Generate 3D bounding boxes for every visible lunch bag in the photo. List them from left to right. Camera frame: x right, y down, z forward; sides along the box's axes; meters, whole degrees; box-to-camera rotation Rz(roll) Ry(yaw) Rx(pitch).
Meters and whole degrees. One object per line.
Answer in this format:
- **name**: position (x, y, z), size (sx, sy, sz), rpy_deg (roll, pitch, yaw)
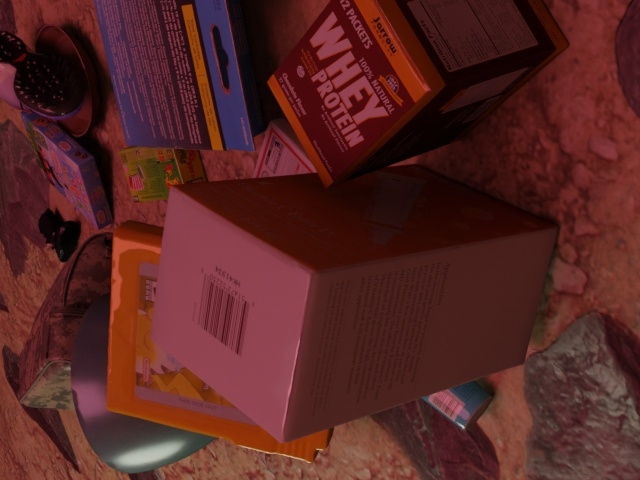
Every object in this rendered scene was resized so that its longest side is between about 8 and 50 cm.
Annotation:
- **lunch bag**: position (-0.409, 0.150, 1.769), size (0.305, 0.213, 0.255), rpy_deg (-42, 46, 54)

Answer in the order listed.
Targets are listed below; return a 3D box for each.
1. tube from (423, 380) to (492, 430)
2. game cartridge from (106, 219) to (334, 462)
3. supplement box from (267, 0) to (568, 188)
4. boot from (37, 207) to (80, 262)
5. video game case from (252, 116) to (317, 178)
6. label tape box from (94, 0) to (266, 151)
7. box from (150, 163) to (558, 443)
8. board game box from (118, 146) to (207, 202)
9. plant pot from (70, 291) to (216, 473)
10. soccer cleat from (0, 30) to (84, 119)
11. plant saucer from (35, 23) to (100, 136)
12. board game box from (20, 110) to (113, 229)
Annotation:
- **tube**: position (0.112, 0.144, 1.195), size (0.207, 0.052, 0.080), rpy_deg (39, 93, 21)
- **game cartridge**: position (-0.128, 0.139, 1.319), size (0.324, 0.052, 0.285), rpy_deg (12, 112, 13)
- **supplement box**: position (0.090, -0.171, 0.958), size (0.129, 0.194, 0.191), rpy_deg (61, 144, 9)
- **boot**: position (-0.526, -0.024, 1.974), size (0.099, 0.045, 0.121), rpy_deg (53, 143, 25)
- **video game case**: position (0.000, 0.000, 1.314), size (0.285, 0.025, 0.204), rpy_deg (49, 140, 25)
- **label tape box**: position (-0.166, -0.249, 1.325), size (0.334, 0.106, 0.240), rpy_deg (10, 115, 50)
- **box**: position (0.038, 0.042, 0.990), size (0.215, 0.345, 0.168), rpy_deg (29, 117, 41)
- **board game box**: position (-0.251, -0.113, 1.565), size (0.181, 0.043, 0.092), rpy_deg (-2, 107, 53)
- **plant pot**: position (-0.220, 0.209, 1.537), size (0.196, 0.290, 0.290), rpy_deg (-10, 102, 23)
- **soccer cleat**: position (-0.493, -0.264, 1.704), size (0.318, 0.109, 0.116), rpy_deg (31, 151, 38)
- **plant saucer**: position (-0.437, -0.282, 1.722), size (0.199, 0.036, 0.198), rpy_deg (27, 128, 42)
- **board game box**: position (-0.466, -0.135, 1.809), size (0.211, 0.039, 0.160), rpy_deg (37, 149, 34)
